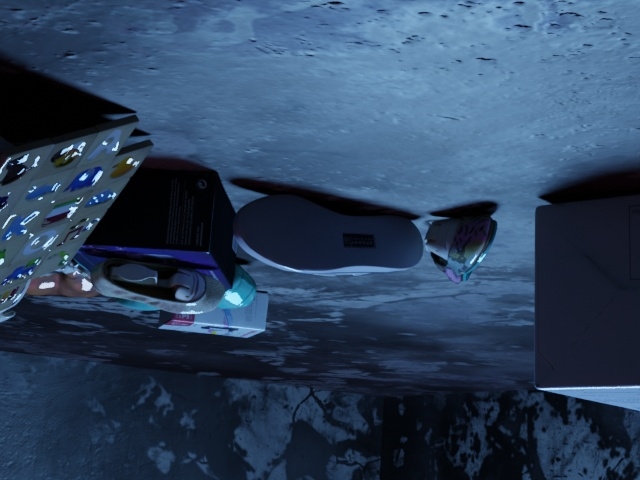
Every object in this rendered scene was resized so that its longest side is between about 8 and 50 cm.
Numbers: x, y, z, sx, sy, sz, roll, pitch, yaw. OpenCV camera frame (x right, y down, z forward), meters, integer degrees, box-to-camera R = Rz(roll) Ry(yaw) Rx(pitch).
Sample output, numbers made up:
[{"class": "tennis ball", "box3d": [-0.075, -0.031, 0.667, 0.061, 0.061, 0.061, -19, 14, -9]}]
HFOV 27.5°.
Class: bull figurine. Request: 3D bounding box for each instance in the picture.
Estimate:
[{"class": "bull figurine", "box3d": [-0.444, 0.027, 1.877, 0.310, 0.101, 0.188, 0, 163, -6]}]

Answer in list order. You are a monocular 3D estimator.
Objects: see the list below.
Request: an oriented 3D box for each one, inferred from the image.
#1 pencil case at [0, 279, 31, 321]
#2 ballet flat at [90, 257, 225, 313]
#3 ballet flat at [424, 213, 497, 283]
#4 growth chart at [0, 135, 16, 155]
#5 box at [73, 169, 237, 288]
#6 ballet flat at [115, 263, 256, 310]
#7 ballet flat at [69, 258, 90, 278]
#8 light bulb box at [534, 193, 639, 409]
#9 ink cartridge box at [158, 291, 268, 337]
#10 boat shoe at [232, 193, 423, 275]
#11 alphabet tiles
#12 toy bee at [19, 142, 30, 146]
[{"class": "pencil case", "box3d": [-0.515, -0.004, 1.553, 0.159, 0.184, 0.410, -3, 167, 30]}, {"class": "ballet flat", "box3d": [-0.188, 0.053, 1.553, 0.168, 0.057, 0.052, 7, 158, -20]}, {"class": "ballet flat", "box3d": [0.172, 0.007, 1.686, 0.079, 0.077, 0.221, 23, 170, 4]}, {"class": "growth chart", "box3d": [-0.410, -0.052, 1.285, 0.237, 0.021, 0.172, -35, 120, 20]}, {"class": "box", "box3d": [-0.207, -0.011, 1.630, 0.184, 0.103, 0.261, 6, 169, 4]}, {"class": "ballet flat", "box3d": [-0.224, 0.061, 2.088, 0.247, 0.083, 0.087, 0, 144, 18]}, {"class": "ballet flat", "box3d": [-0.248, 0.029, 1.825, 0.240, 0.091, 0.077, 5, 166, -27]}, {"class": "light bulb box", "box3d": [0.490, 0.084, 1.549, 0.357, 0.225, 0.361, -5, 166, 36]}, {"class": "ink cartridge box", "box3d": [-0.195, 0.128, 2.376, 0.175, 0.072, 0.127, 8, 167, -17]}, {"class": "boat shoe", "box3d": [0.000, 0.000, 1.648, 0.267, 0.096, 0.088, 1, 167, -32]}, {"class": "alphabet tiles", "box3d": [-0.321, -0.002, 1.338, 0.285, 0.011, 0.342, -23, 161, -49]}, {"class": "toy bee", "box3d": [-0.398, -0.017, 1.420, 0.298, 0.162, 0.195, -10, 140, -43]}]
